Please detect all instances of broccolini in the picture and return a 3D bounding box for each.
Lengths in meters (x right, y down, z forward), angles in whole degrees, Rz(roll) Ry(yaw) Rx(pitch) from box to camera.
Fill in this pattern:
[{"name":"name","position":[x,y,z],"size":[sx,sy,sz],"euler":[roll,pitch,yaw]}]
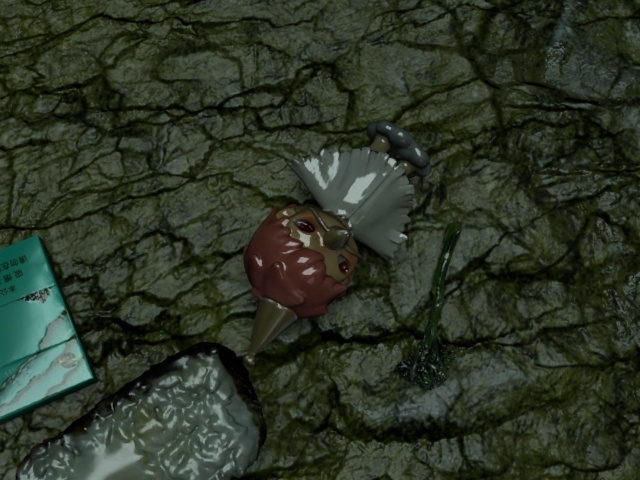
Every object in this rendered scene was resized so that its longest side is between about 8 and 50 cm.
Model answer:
[{"name":"broccolini","position":[0.173,0.090,1.179],"size":[0.071,0.058,0.254],"euler":[28,71,-41]}]

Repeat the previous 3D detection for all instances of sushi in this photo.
[{"name":"sushi","position":[-0.223,0.279,1.027],"size":[0.343,0.182,0.196],"euler":[-35,82,-9]}]

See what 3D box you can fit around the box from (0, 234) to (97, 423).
[{"name":"box","position":[-0.425,0.124,1.128],"size":[0.161,0.042,0.226],"euler":[-23,76,-10]}]

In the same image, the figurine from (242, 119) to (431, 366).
[{"name":"figurine","position":[0.000,0.000,1.132],"size":[0.207,0.166,0.387],"euler":[46,72,-16]}]
